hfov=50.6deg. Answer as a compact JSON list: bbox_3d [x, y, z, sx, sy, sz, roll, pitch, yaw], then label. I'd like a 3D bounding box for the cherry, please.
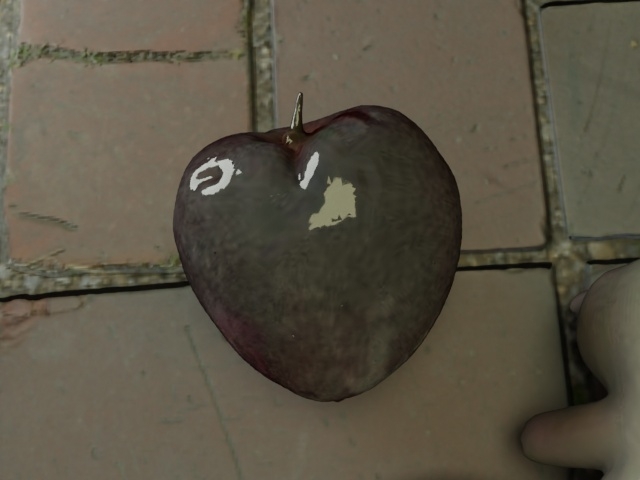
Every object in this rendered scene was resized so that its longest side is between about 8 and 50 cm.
[{"bbox_3d":[0.004,0.001,0.407,0.176,0.140,0.176,0,103,0],"label":"cherry"}]

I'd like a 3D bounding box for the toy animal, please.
[{"bbox_3d":[0.188,0.142,0.365,0.140,0.138,0.283,19,76,2],"label":"toy animal"}]
